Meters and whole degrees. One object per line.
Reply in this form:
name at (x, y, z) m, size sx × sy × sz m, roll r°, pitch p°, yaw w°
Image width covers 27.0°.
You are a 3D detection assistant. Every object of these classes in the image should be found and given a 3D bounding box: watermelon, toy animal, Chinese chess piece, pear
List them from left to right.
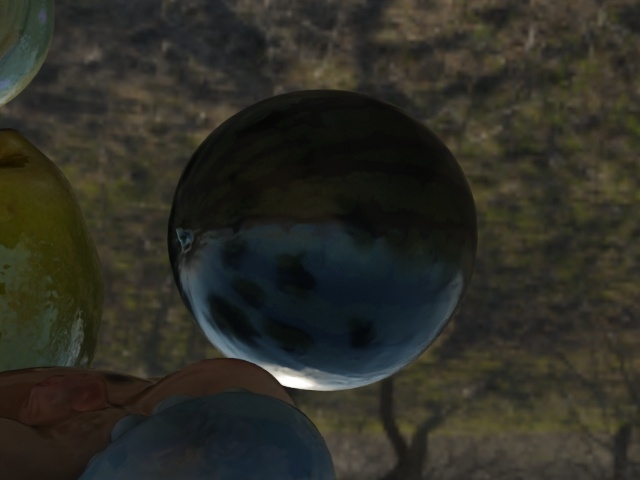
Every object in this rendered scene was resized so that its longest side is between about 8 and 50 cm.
Chinese chess piece at (-0.427, -0.259, 1.508) m, size 0.250 × 0.250 × 0.101 m, roll 3°, pitch 171°, yaw 1°
pear at (-0.329, 0.100, 1.316) m, size 0.191 × 0.386 × 0.340 m, roll 36°, pitch -146°, yaw 13°
toy animal at (-0.082, 0.161, 0.520) m, size 0.210 × 0.221 × 0.229 m, roll -9°, pitch -176°, yaw -44°
watermelon at (0.000, 0.000, 0.902) m, size 0.212 × 0.212 × 0.212 m, roll 3°, pitch 169°, yaw 1°
